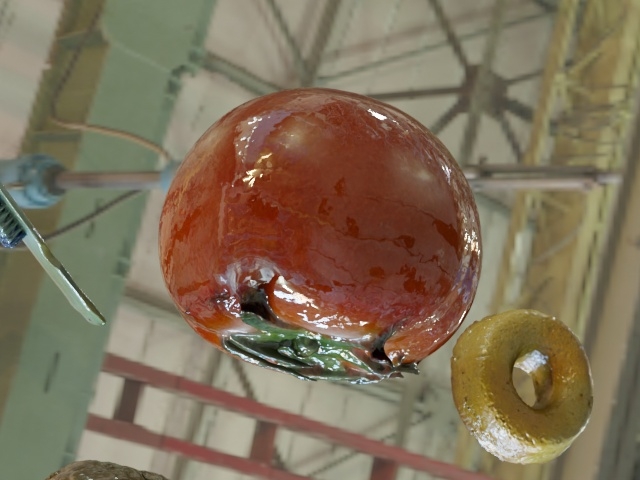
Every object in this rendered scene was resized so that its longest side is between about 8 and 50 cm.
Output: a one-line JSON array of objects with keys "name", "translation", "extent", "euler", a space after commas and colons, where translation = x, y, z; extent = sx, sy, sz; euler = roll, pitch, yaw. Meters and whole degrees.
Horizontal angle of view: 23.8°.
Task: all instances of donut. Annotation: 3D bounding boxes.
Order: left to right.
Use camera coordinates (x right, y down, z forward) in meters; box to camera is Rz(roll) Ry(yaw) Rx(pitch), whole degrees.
[{"name": "donut", "translation": [0.194, 0.133, 1.434], "extent": [0.152, 0.058, 0.152], "euler": [8, -113, -19]}]

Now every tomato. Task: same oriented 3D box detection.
[{"name": "tomato", "translation": [0.000, 0.000, 1.187], "extent": [0.256, 0.256, 0.224], "euler": [19, -112, -39]}]

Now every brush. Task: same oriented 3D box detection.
[{"name": "brush", "translation": [-0.236, 0.008, 1.235], "extent": [0.030, 0.033, 0.178], "euler": [-50, -60, -31]}]

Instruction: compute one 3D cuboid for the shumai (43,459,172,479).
[{"name": "shumai", "translation": [-0.137, 0.328, 1.544], "extent": [0.346, 0.283, 0.217], "euler": [84, 174, -54]}]
